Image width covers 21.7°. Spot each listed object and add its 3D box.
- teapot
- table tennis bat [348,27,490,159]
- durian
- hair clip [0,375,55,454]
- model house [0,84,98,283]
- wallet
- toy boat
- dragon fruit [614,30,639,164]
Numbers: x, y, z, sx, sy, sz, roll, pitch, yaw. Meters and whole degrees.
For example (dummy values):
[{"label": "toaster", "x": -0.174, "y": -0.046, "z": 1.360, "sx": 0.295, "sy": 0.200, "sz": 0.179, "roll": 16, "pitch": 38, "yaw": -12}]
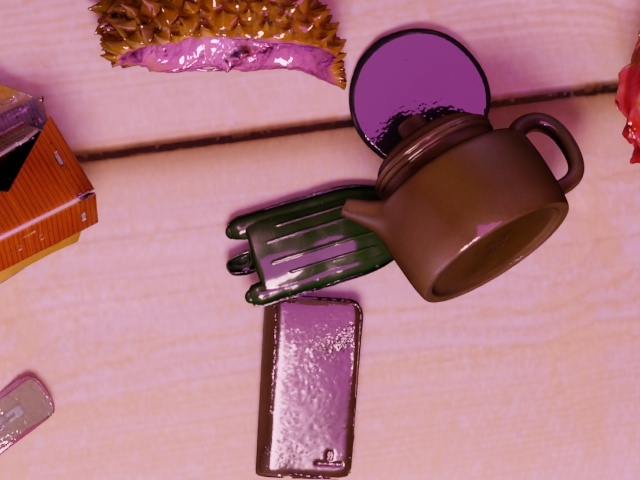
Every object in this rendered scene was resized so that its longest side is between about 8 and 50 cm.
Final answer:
[{"label": "teapot", "x": 0.148, "y": -0.060, "z": 1.729, "sx": 0.267, "sy": 0.185, "sz": 0.175, "roll": -25, "pitch": 73, "yaw": -20}, {"label": "table tennis bat", "x": 0.136, "y": -0.125, "z": 1.811, "sx": 0.236, "sy": 0.027, "sz": 0.150, "roll": 42, "pitch": 92, "yaw": -7}, {"label": "durian", "x": -0.106, "y": -0.252, "z": 1.735, "sx": 0.260, "sy": 0.154, "sz": 0.186, "roll": -10, "pitch": 72, "yaw": -12}, {"label": "hair clip", "x": -0.348, "y": 0.201, "z": 1.794, "sx": 0.137, "sy": 0.022, "sz": 0.054, "roll": -38, "pitch": 97, "yaw": -1}, {"label": "model house", "x": -0.339, "y": -0.040, "z": 1.681, "sx": 0.219, "sy": 0.136, "sz": 0.207, "roll": -27, "pitch": 109, "yaw": -17}, {"label": "wallet", "x": -0.012, "y": 0.160, "z": 1.820, "sx": 0.110, "sy": 0.031, "sz": 0.198, "roll": 3, "pitch": 96, "yaw": -7}, {"label": "toy boat", "x": 0.000, "y": 0.000, "z": 1.795, "sx": 0.210, "sy": 0.052, "sz": 0.104, "roll": -17, "pitch": 78, "yaw": -5}, {"label": "dragon fruit", "x": 0.431, "y": -0.141, "z": 1.761, "sx": 0.268, "sy": 0.205, "sz": 0.210, "roll": -7, "pitch": 129, "yaw": -40}]
